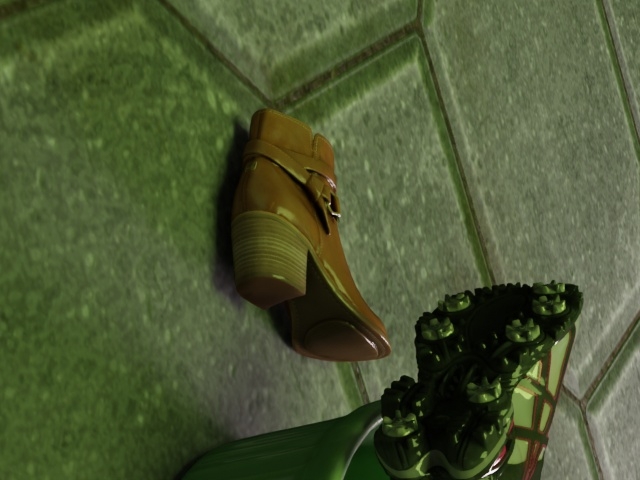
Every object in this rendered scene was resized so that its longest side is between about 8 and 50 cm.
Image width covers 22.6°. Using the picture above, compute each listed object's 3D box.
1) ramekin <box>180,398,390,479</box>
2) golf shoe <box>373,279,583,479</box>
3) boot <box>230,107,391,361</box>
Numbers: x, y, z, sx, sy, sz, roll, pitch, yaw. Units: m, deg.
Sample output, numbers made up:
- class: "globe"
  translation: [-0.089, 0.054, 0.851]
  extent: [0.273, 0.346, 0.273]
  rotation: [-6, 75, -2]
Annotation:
- class: "ramekin"
  translation: [0.011, 0.263, 1.074]
  extent: [0.303, 0.148, 0.304]
  rotation: [30, 54, -54]
- class: "golf shoe"
  translation: [0.109, 0.115, 1.067]
  extent: [0.273, 0.105, 0.120]
  rotation: [-47, 131, -54]
- class: "boot"
  translation: [0.000, 0.000, 1.233]
  extent: [0.197, 0.073, 0.152]
  rotation: [46, 38, -50]
